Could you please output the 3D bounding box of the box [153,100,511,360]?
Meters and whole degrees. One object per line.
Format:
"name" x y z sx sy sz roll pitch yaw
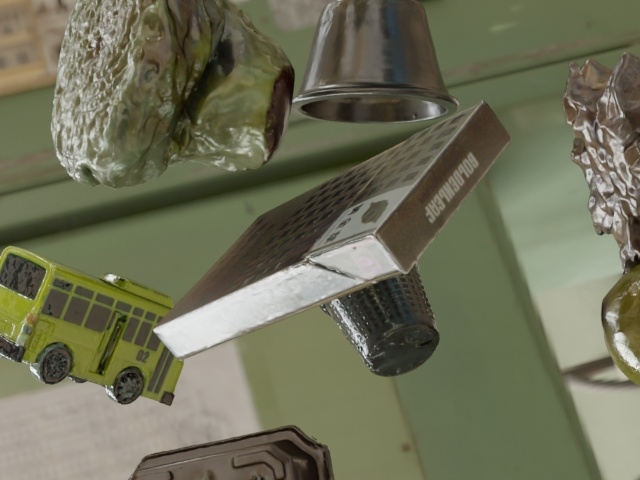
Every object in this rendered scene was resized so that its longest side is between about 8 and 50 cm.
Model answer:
"box" 0.001 -0.001 1.092 0.047 0.180 0.325 51 141 -11

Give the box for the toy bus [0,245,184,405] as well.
"toy bus" -0.285 0.109 1.608 0.128 0.262 0.150 18 85 43

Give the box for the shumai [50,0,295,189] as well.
"shumai" -0.172 -0.192 1.634 0.304 0.263 0.309 36 104 59

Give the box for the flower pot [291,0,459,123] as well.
"flower pot" 0.071 -0.247 1.762 0.235 0.235 0.148 156 114 -81

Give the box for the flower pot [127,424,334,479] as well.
"flower pot" -0.110 0.297 1.395 0.084 0.251 0.179 47 -149 -67

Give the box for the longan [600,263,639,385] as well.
"longan" 0.391 0.094 1.404 0.145 0.176 0.155 61 -137 -69

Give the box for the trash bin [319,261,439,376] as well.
"trash bin" 0.099 0.111 1.972 0.175 0.175 0.161 86 163 -47

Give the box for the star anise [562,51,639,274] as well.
"star anise" 0.366 -0.066 1.453 0.315 0.108 0.315 163 90 -77
